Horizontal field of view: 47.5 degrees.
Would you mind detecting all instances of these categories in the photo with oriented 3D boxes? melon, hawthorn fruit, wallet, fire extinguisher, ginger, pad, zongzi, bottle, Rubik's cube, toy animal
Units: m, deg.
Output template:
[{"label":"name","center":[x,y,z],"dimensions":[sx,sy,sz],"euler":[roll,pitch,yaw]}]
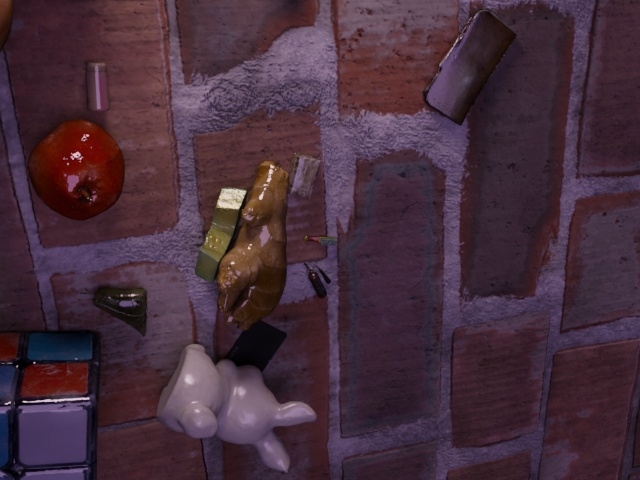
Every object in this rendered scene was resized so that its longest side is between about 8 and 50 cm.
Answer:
[{"label":"melon","center":[-0.226,-0.012,1.630],"dimensions":[0.064,0.118,0.210],"euler":[20,65,-4]},{"label":"hawthorn fruit","center":[-0.478,-0.126,1.452],"dimensions":[0.196,0.225,0.197],"euler":[-13,125,-19]},{"label":"wallet","center":[0.351,-0.414,1.721],"dimensions":[0.137,0.031,0.255],"euler":[29,99,-25]},{"label":"fire extinguisher","center":[-0.002,0.095,1.798],"dimensions":[0.046,0.032,0.100],"euler":[-23,122,3]},{"label":"ginger","center":[-0.166,0.019,1.645],"dimensions":[0.236,0.166,0.376],"euler":[-19,110,-37]},{"label":"pad","center":[-0.168,0.277,1.830],"dimensions":[0.112,0.003,0.157],"euler":[30,99,-25]},{"label":"zongzi","center":[-0.475,0.168,1.663],"dimensions":[0.154,0.062,0.130],"euler":[1,122,-12]},{"label":"bottle","center":[-0.456,-0.314,1.485],"dimensions":[0.045,0.045,0.096],"euler":[-4,110,-17]},{"label":"Rubik's cube","center":[-0.636,0.396,1.549],"dimensions":[0.318,0.313,0.316],"euler":[3,109,-18]},{"label":"toy animal","center":[-0.202,0.412,1.736],"dimensions":[0.367,0.241,0.196],"euler":[26,104,-25]}]

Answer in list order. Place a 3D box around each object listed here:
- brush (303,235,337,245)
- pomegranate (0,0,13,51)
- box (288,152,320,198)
[{"label":"brush","center":[0.000,0.000,1.769],"dimensions":[0.083,0.021,0.019],"euler":[6,111,-20]},{"label":"pomegranate","center":[-0.682,-0.401,1.235],"dimensions":[0.322,0.322,0.322],"euler":[-6,112,-16]},{"label":"box","center":[-0.042,-0.150,1.684],"dimensions":[0.062,0.045,0.098],"euler":[11,105,-21]}]
